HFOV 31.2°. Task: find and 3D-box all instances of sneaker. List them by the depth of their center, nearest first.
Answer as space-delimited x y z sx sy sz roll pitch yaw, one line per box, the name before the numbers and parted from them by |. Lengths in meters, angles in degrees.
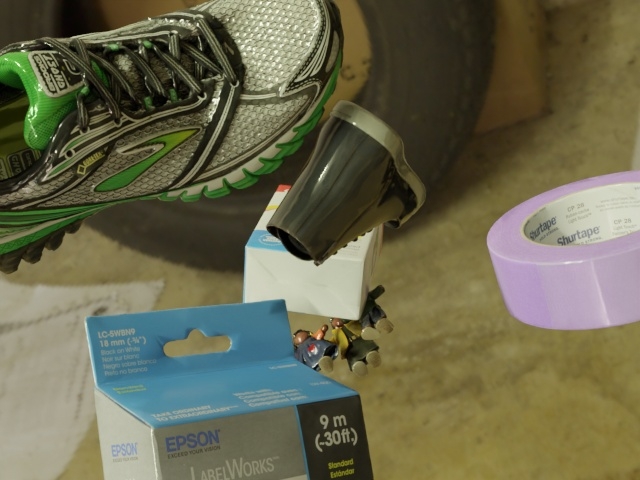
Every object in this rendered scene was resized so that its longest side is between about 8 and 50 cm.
sneaker | -0.137 -0.086 0.786 0.343 0.146 0.134 -28 74 -8
sneaker | 0.016 -0.029 0.948 0.083 0.222 0.118 34 85 18

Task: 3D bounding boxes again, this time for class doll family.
doll family | 0.007 0.129 1.339 0.193 0.076 0.111 -33 33 -2

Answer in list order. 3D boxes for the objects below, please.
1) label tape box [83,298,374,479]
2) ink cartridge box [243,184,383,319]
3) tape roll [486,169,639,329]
label tape box | -0.075 0.219 1.080 0.241 0.333 0.106 -3 -10 -38
ink cartridge box | 0.000 0.000 1.334 0.134 0.078 0.231 7 26 7
tape roll | 0.345 0.006 1.387 0.275 0.090 0.275 -16 18 5
